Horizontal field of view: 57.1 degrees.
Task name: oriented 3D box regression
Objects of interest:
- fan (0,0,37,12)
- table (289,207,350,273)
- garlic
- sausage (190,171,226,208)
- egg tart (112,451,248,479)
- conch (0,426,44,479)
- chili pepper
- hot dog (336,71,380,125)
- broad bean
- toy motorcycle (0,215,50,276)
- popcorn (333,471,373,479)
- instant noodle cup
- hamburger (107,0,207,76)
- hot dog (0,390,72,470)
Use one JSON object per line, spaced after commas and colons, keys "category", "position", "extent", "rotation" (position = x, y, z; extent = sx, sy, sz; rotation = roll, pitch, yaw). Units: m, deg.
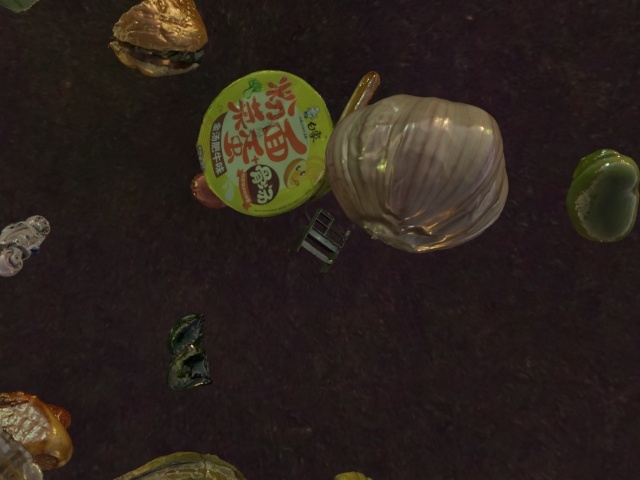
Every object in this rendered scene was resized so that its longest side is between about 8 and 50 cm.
{"category": "fan", "position": [-0.540, -0.455, 1.003], "extent": [0.131, 0.240, 0.009], "rotation": [-18, 84, -8]}
{"category": "table", "position": [0.000, 0.000, 1.995], "extent": [0.146, 0.062, 0.175], "rotation": [37, 73, -29]}
{"category": "garlic", "position": [0.153, -0.105, 0.990], "extent": [0.317, 0.317, 0.259], "rotation": [25, 66, -13]}
{"category": "sausage", "position": [-0.285, -0.186, 1.903], "extent": [0.254, 0.148, 0.148], "rotation": [-24, 105, -1]}
{"category": "egg tart", "position": [-0.279, 0.613, 1.077], "extent": [0.443, 0.178, 0.443], "rotation": [-8, 105, -31]}
{"category": "conch", "position": [-0.521, 0.334, 0.736], "extent": [0.297, 0.210, 0.352], "rotation": [-25, 125, 12]}
{"category": "chili pepper", "position": [-0.396, 0.318, 1.743], "extent": [0.148, 0.116, 0.264], "rotation": [-14, 126, -31]}
{"category": "hot dog", "position": [0.096, -0.349, 1.553], "extent": [0.047, 0.066, 0.216], "rotation": [38, 74, -41]}
{"category": "broad bean", "position": [0.523, -0.081, 1.088], "extent": [0.124, 0.082, 0.174], "rotation": [12, 110, 21]}
{"category": "toy motorcycle", "position": [-0.843, 0.002, 1.649], "extent": [0.112, 0.254, 0.112], "rotation": [0, 123, 1]}
{"category": "popcorn", "position": [0.061, 0.395, 0.788], "extent": [0.173, 0.195, 0.168], "rotation": [-32, 74, 0]}
{"category": "instant noodle cup", "position": [-0.087, -0.199, 1.306], "extent": [0.311, 0.221, 0.311], "rotation": [0, 91, 18]}
{"category": "hamburger", "position": [-0.441, -0.605, 1.761], "extent": [0.209, 0.330, 0.162], "rotation": [46, 137, -7]}
{"category": "hot dog", "position": [-0.674, 0.419, 1.286], "extent": [0.256, 0.153, 0.150], "rotation": [-4, 137, -8]}
